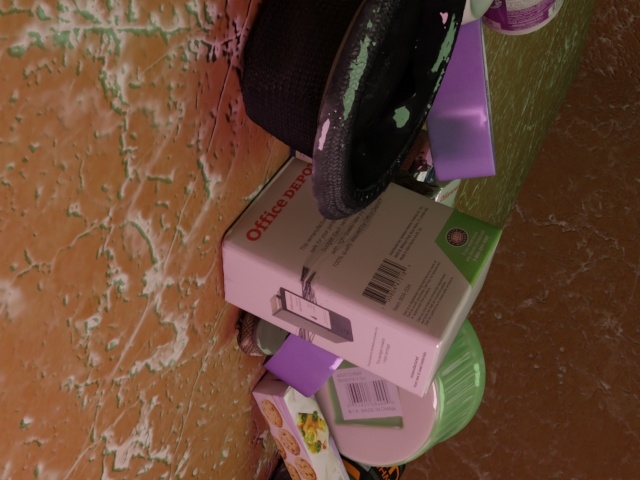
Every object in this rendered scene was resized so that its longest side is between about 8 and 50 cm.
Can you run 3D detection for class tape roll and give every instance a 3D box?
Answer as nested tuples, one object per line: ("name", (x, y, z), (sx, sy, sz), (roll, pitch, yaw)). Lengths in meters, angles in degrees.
("tape roll", (0.003, 0.125, 1.184), (0.189, 0.080, 0.189), (-54, -177, 4))
("tape roll", (0.210, -0.231, 1.259), (0.275, 0.090, 0.274), (-6, 90, -76))

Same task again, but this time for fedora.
("fedora", (0.026, -0.190, 0.850), (0.334, 0.152, 0.334), (-55, 159, -34))

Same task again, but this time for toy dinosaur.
("toy dinosaur", (0.077, -0.054, 1.273), (0.160, 0.121, 0.313), (-55, -176, -32))

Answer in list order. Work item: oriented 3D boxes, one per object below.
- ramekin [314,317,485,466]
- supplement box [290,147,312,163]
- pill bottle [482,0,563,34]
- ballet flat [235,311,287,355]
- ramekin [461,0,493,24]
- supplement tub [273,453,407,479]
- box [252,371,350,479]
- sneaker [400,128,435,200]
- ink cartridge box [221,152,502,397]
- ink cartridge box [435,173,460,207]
("ramekin", (0.104, 0.221, 1.367), (0.148, 0.303, 0.303), (-21, 132, -57))
("supplement box", (0.019, -0.133, 1.014), (0.083, 0.083, 0.056), (-51, 157, -41))
("pill bottle", (0.308, -0.456, 1.325), (0.169, 0.169, 0.301), (-67, 162, 0))
("ballet flat", (-0.046, 0.056, 1.123), (0.084, 0.058, 0.250), (54, 47, -30))
("ramekin", (0.175, -0.405, 1.065), (0.273, 0.127, 0.273), (-54, 158, -34))
("supplement tub", (0.046, 0.435, 1.592), (0.338, 0.207, 0.207), (-48, 154, -47))
("box", (-0.015, 0.342, 1.316), (0.063, 0.067, 0.324), (-47, 129, -41))
("sneaker", (0.175, -0.052, 1.434), (0.153, 0.099, 0.282), (9, 115, -26))
("ink cartridge box", (0.047, 0.028, 0.989), (0.198, 0.273, 0.115), (-53, 160, -37))
("ink cartridge box", (0.185, -0.032, 1.610), (0.160, 0.093, 0.219), (-33, 141, -62))
